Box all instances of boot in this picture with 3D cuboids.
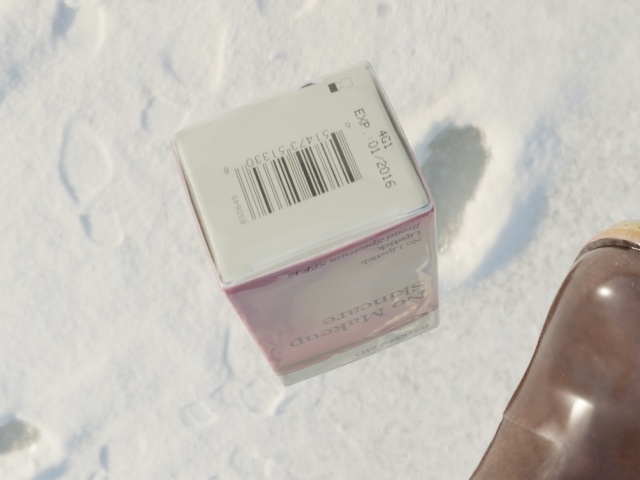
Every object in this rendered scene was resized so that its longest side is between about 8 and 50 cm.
[{"bbox_3d":[0.065,0.132,0.352,0.090,0.206,0.249,32,142,38],"label":"boot"}]

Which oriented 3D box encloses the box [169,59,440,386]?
[{"bbox_3d":[0.000,0.000,0.727,0.148,0.127,0.232,-21,155,-1],"label":"box"}]
